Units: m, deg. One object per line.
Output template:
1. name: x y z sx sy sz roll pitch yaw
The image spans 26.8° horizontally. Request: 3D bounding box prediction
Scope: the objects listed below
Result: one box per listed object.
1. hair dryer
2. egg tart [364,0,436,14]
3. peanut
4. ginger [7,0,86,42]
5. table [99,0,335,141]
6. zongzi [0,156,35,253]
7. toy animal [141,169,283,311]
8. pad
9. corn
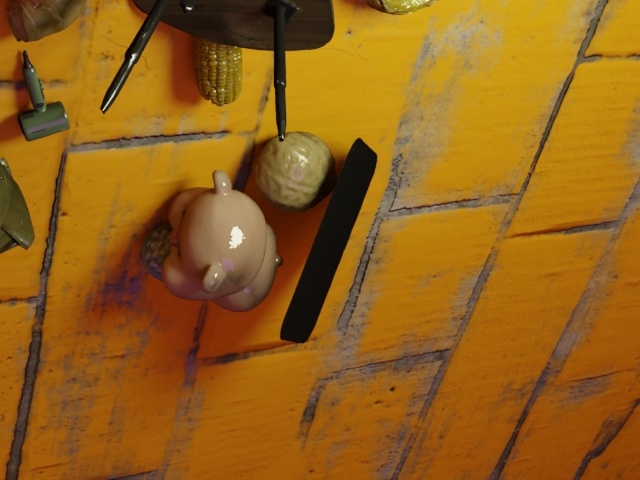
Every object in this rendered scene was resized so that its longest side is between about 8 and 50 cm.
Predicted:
1. hair dryer: -0.427 -0.220 2.016 0.071 0.047 0.150 -21 133 -15
2. egg tart: 0.140 -0.455 2.132 0.212 0.090 0.212 -21 141 -18
3. peanut: -0.039 -0.119 2.333 0.159 0.109 0.140 7 126 -37
4. ginger: -0.373 -0.351 1.897 0.095 0.069 0.190 23 117 -22
5. table: -0.152 -0.305 1.835 0.317 0.249 0.317 9 141 8
6. zongzi: -0.647 -0.081 1.887 0.418 0.181 0.447 -24 146 -1
7. toy animal: -0.165 0.023 2.316 0.221 0.210 0.229 17 153 -35
8. pad: 0.001 0.000 2.421 0.375 0.063 0.315 -68 165 -2
9. corn: -0.158 -0.307 2.085 0.080 0.080 0.238 -17 135 -20
